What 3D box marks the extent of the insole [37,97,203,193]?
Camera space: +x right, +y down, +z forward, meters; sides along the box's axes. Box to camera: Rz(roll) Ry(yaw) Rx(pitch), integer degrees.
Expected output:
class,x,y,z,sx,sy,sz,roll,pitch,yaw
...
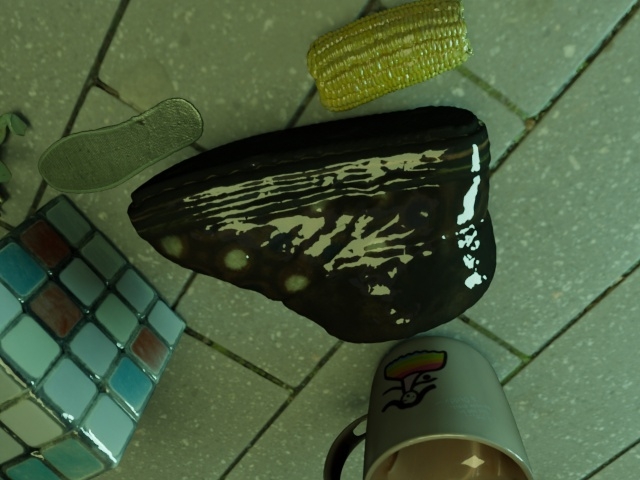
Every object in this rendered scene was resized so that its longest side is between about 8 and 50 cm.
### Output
class,x,y,z,sx,sy,sz,roll,pitch,yaw
insole,-0.246,-0.110,0.685,0.231,0.003,0.080,-18,114,15

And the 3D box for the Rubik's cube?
class,x,y,z,sx,sy,sz,roll,pitch,yaw
Rubik's cube,-0.368,0.143,0.689,0.256,0.253,0.259,-30,111,19

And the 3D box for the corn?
class,x,y,z,sx,sy,sz,roll,pitch,yaw
corn,0.070,-0.191,0.576,0.165,0.063,0.085,-15,105,11

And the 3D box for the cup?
class,x,y,z,sx,sy,sz,roll,pitch,yaw
cup,0.123,0.254,0.720,0.252,0.200,0.192,-24,112,16

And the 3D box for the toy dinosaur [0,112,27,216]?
class,x,y,z,sx,sy,sz,roll,pitch,yaw
toy dinosaur,-0.425,-0.116,0.685,0.142,0.057,0.212,2,107,27

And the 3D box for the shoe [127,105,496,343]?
class,x,y,z,sx,sy,sz,roll,pitch,yaw
shoe,0.000,0.000,0.621,0.383,0.171,0.237,-10,112,3
